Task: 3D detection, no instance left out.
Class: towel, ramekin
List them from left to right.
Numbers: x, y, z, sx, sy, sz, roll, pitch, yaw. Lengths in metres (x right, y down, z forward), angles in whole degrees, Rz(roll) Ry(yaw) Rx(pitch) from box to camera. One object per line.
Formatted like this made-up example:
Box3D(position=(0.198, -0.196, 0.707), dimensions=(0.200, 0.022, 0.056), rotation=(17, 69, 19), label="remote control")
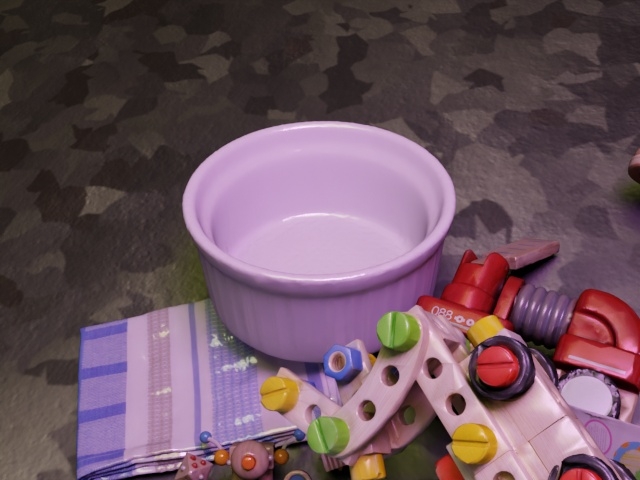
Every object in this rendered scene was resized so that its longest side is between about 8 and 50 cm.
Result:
Box3D(position=(-0.125, 0.142, 0.899), dimensions=(0.284, 0.034, 0.209), rotation=(-12, 48, 1), label="towel")
Box3D(position=(0.000, 0.000, 0.889), dimensions=(0.277, 0.135, 0.277), rotation=(-1, 39, 1), label="ramekin")

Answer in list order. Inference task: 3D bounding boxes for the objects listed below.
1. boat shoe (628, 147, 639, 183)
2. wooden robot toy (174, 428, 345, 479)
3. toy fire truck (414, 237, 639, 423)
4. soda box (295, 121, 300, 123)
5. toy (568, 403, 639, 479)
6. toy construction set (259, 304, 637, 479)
Box3D(position=(0.485, -0.088, 0.915), dimensions=(0.285, 0.104, 0.089), rotation=(6, 82, 5), label="boat shoe")
Box3D(position=(-0.055, 0.214, 0.778), dimensions=(0.173, 0.079, 0.076), rotation=(-2, 77, -1), label="wooden robot toy")
Box3D(position=(0.217, 0.077, 0.831), dimensions=(0.217, 0.158, 0.246), rotation=(16, 65, 23), label="toy fire truck")
Box3D(position=(0.027, -0.089, 1.048), dimensions=(0.168, 0.060, 0.053), rotation=(23, 59, 27), label="soda box")
Box3D(position=(0.259, 0.204, 0.620), dimensions=(0.056, 0.137, 0.237), rotation=(-3, 7, -30), label="toy")
Box3D(position=(0.111, 0.187, 0.646), dimensions=(0.215, 0.151, 0.328), rotation=(-41, 72, 16), label="toy construction set")
